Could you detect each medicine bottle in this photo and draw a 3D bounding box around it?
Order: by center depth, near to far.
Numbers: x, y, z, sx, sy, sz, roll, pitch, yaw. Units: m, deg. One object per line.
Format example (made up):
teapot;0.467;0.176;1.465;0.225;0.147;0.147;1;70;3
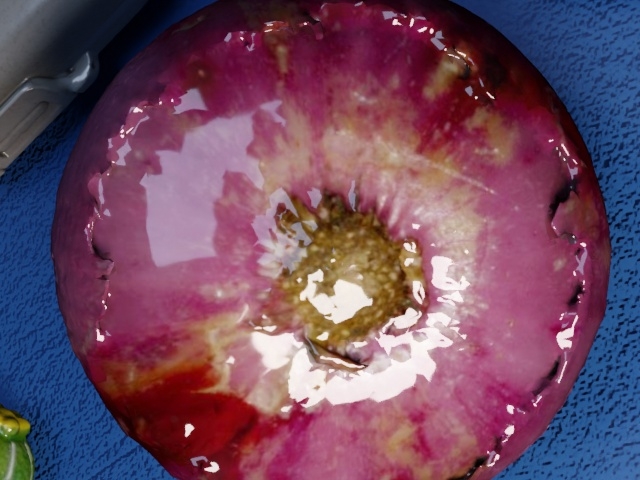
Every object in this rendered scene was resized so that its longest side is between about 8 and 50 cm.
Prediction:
medicine bottle;-0.314;-0.199;1.364;0.375;0.123;0.282;-41;72;21

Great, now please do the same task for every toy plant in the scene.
toy plant;-0.288;0.205;1.308;0.093;0.093;0.162;33;97;30

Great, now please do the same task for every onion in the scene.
onion;0.017;0.005;1.082;0.358;0.345;0.358;2;95;18
